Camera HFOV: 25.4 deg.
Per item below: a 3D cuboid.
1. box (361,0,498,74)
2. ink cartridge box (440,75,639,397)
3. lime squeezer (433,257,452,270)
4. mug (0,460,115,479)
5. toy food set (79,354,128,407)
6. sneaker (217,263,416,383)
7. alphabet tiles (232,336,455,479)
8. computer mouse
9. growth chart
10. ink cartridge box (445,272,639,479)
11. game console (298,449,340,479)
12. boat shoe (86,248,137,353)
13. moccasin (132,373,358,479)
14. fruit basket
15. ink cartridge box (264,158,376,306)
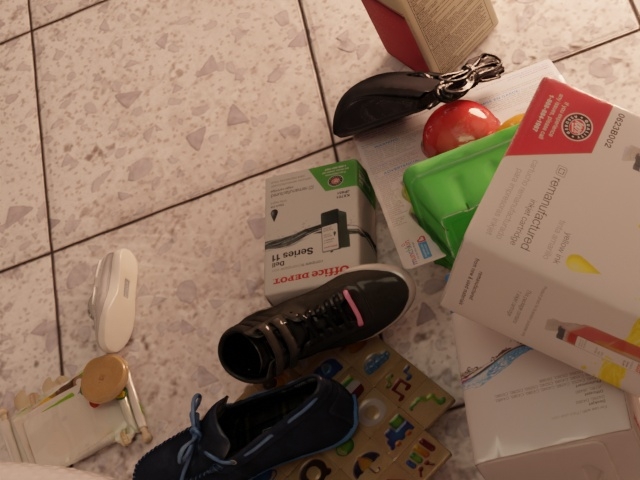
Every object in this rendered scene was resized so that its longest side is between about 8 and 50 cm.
[{"bbox_3d":[0.155,-0.376,2.162,0.148,0.232,0.127,-46,55,-8],"label":"box"},{"bbox_3d":[0.376,0.015,1.661,0.385,0.160,0.279,24,57,8],"label":"ink cartridge box"},{"bbox_3d":[0.296,0.062,1.963,0.310,0.058,0.110,-2,30,24],"label":"lime squeezer"},{"bbox_3d":[-0.351,0.482,1.869,0.328,0.276,0.374,0,90,19],"label":"mug"},{"bbox_3d":[-0.322,0.209,2.121,0.083,0.020,0.082,-9,57,19],"label":"toy food set"},{"bbox_3d":[-0.012,0.123,1.946,0.296,0.147,0.104,-21,99,26],"label":"sneaker"},{"bbox_3d":[0.016,0.262,1.939,0.285,0.011,0.342,-46,44,-7],"label":"alphabet tiles"},{"bbox_3d":[0.126,-0.226,2.127,0.272,0.072,0.188,-17,10,34],"label":"computer mouse"},{"bbox_3d":[-0.374,0.270,2.132,0.237,0.021,0.172,-24,54,9],"label":"growth chart"},{"bbox_3d":[0.291,0.177,1.795,0.197,0.198,0.270,-15,56,14],"label":"ink cartridge box"},{"bbox_3d":[0.021,0.490,1.819,0.342,0.060,0.386,26,73,39],"label":"game console"},{"bbox_3d":[-0.329,0.096,2.194,0.063,0.066,0.184,-17,56,26],"label":"boat shoe"},{"bbox_3d":[-0.118,0.255,1.940,0.342,0.117,0.137,-27,44,12],"label":"moccasin"},{"bbox_3d":[0.234,-0.111,2.038,0.327,0.165,0.353,-22,31,2],"label":"fruit basket"},{"bbox_3d":[0.000,0.000,2.093,0.153,0.087,0.208,-12,58,17],"label":"ink cartridge box"}]
